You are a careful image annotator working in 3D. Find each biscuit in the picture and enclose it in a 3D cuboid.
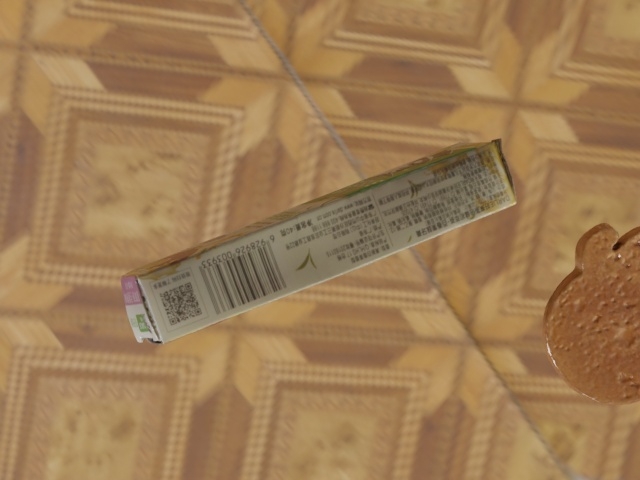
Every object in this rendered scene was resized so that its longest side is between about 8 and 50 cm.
[{"bbox_3d":[0.135,0.026,0.806,0.091,0.015,0.078,-33,102,9],"label":"biscuit"}]

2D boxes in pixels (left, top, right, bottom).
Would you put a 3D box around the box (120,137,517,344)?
[{"bbox_3d":[0.000,0.000,0.974,0.207,0.050,0.041,-22,93,-15],"label":"box"}]
